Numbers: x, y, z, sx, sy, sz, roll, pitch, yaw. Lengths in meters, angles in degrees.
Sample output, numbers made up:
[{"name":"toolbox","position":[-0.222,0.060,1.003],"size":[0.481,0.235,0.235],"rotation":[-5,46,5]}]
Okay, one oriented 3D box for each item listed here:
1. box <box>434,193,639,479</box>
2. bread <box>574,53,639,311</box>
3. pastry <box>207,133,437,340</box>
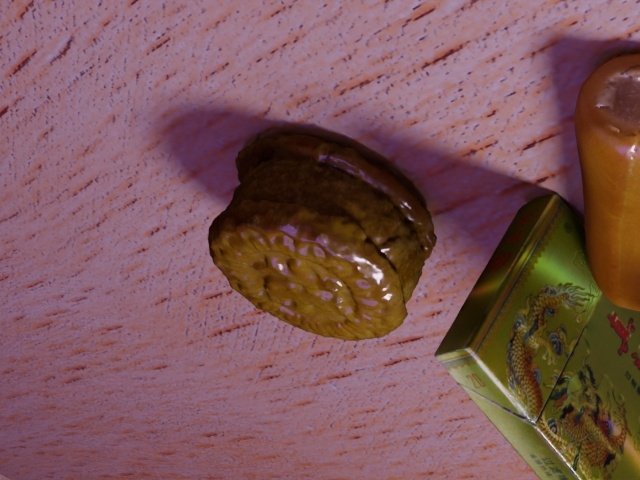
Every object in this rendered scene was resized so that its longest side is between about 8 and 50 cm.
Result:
[{"name":"box","position":[0.226,0.133,1.085],"size":[0.043,0.173,0.311],"rotation":[-18,119,49]},{"name":"bread","position":[0.224,-0.029,0.970],"size":[0.092,0.074,0.239],"rotation":[17,153,25]},{"name":"pastry","position":[0.000,0.000,1.177],"size":[0.188,0.103,0.189],"rotation":[19,152,11]}]
